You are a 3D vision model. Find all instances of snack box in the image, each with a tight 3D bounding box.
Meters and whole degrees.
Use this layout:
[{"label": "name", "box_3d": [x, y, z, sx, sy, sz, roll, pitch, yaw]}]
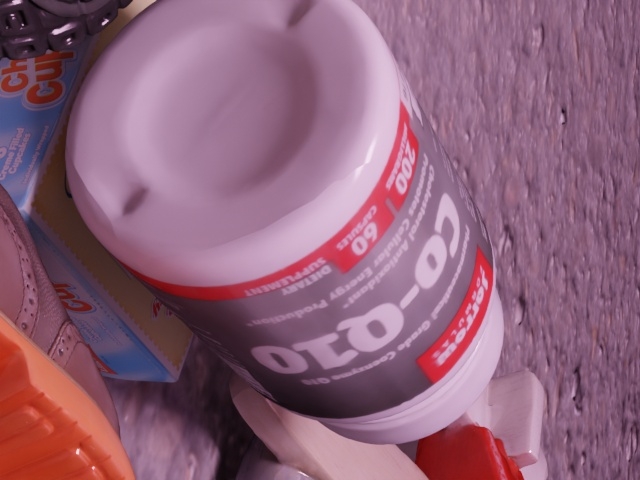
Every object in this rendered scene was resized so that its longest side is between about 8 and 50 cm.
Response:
[{"label": "snack box", "box_3d": [-0.090, -0.105, 0.887, 0.187, 0.060, 0.322, 57, 43, -53]}]

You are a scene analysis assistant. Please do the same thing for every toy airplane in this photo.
[{"label": "toy airplane", "box_3d": [0.077, 0.248, 1.130, 0.386, 0.272, 0.384, 59, 10, 10]}]

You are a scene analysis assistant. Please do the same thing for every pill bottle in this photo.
[{"label": "pill bottle", "box_3d": [0.000, 0.000, 0.834, 0.283, 0.161, 0.161, 51, 48, -58]}]

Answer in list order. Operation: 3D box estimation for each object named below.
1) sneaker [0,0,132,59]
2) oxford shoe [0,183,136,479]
[{"label": "sneaker", "box_3d": [-0.119, -0.186, 0.769, 0.286, 0.130, 0.109, -39, 147, -31]}, {"label": "oxford shoe", "box_3d": [-0.196, -0.008, 0.648, 0.132, 0.130, 0.363, -108, 174, -54]}]
